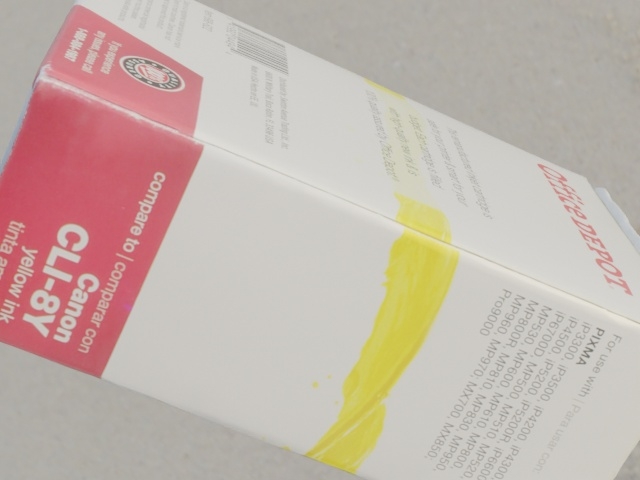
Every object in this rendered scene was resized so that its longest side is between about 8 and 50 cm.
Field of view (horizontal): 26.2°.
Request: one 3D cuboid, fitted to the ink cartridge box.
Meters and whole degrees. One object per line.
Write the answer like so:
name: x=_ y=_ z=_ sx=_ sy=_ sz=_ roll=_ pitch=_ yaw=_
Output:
ink cartridge box: x=0.000 y=0.000 z=0.848 sx=0.279 sy=0.384 sz=0.160 roll=-96 pitch=30 yaw=-68
